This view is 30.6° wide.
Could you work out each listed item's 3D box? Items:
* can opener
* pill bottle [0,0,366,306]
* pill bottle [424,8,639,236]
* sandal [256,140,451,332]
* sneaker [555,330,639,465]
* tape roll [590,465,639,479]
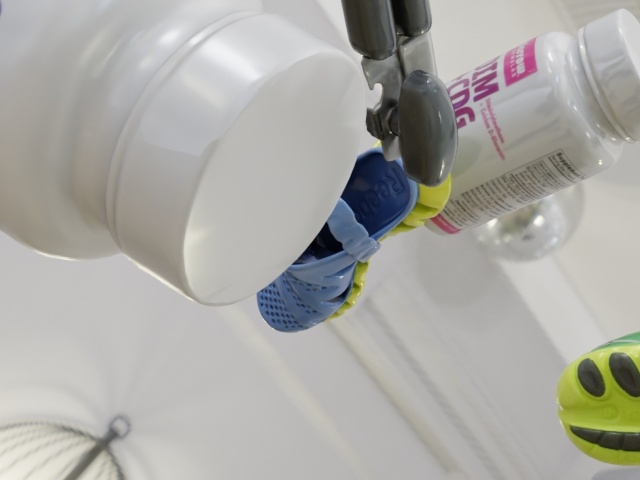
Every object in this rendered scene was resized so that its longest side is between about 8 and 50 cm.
[{"bbox_3d":[0.066,-0.174,0.923,0.093,0.074,0.280,28,-34,43],"label":"can opener"},{"bbox_3d":[-0.120,-0.085,0.499,0.272,0.152,0.152,32,-27,24],"label":"pill bottle"},{"bbox_3d":[0.223,-0.126,1.253,0.283,0.160,0.160,-25,-65,28],"label":"pill bottle"},{"bbox_3d":[0.000,0.000,1.239,0.126,0.138,0.317,53,-43,17],"label":"sandal"},{"bbox_3d":[0.309,0.088,0.782,0.296,0.123,0.109,-1,-77,15],"label":"sneaker"},{"bbox_3d":[0.359,0.355,1.277,0.072,0.219,0.219,-12,-55,34],"label":"tape roll"}]
